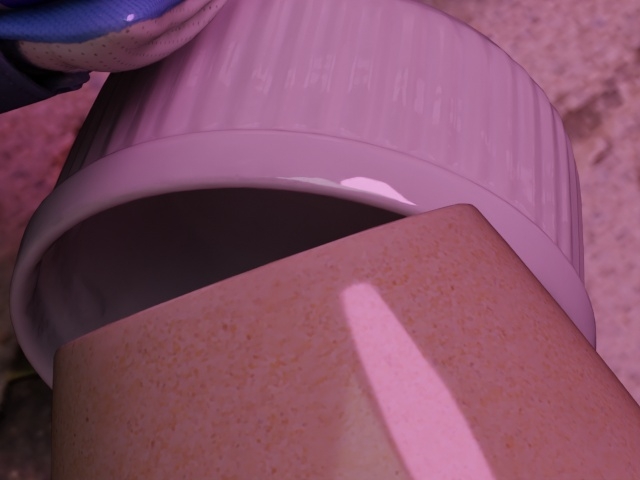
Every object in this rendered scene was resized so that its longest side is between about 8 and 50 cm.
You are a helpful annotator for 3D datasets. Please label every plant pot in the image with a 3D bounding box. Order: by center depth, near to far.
[{"bbox_3d":[0.032,0.138,0.504,0.257,0.256,0.274,-18,86,-12],"label":"plant pot"}]

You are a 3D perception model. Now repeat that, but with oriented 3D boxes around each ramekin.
[{"bbox_3d":[0.000,0.000,0.660,0.207,0.207,0.109,11,55,0],"label":"ramekin"}]

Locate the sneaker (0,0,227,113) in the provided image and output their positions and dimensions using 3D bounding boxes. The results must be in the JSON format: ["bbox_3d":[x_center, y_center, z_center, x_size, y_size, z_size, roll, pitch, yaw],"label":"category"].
[{"bbox_3d":[-0.162,-0.087,0.530,0.323,0.236,0.130,-18,98,-43],"label":"sneaker"}]
